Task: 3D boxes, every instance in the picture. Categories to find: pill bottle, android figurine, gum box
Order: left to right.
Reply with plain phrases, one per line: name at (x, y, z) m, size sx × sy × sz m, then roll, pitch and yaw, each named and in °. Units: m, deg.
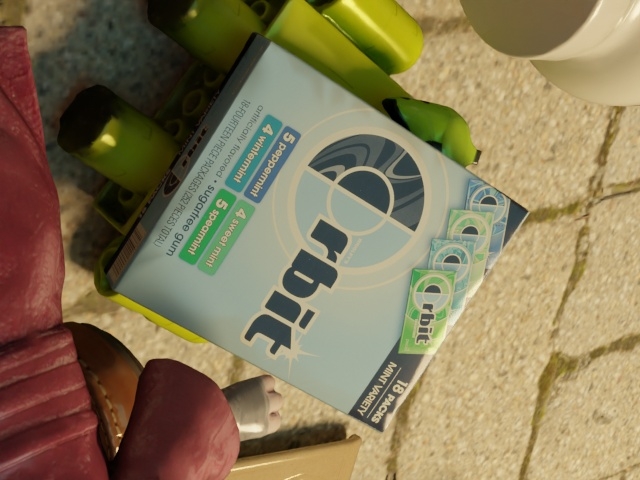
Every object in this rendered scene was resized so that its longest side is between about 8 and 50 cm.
android figurine at (-0.025, -0.046, 0.764) m, size 0.273 × 0.056 × 0.248 m, roll 32°, pitch 94°, yaw -46°
gum box at (0.000, 0.000, 0.701) m, size 0.184 × 0.041 × 0.157 m, roll 31°, pitch 95°, yaw -23°
pill bottle at (0.246, -0.179, 0.814) m, size 0.323 × 0.181 × 0.181 m, roll -6°, pitch 120°, yaw -38°

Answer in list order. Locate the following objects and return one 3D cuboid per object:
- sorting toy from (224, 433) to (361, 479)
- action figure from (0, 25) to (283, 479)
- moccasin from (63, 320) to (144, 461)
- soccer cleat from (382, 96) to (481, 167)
sorting toy at (-0.070, 0.236, 0.924) m, size 0.208 × 0.038 × 0.193 m, roll -6°, pitch 120°, yaw -43°
action figure at (-0.138, 0.062, 0.526) m, size 0.248 × 0.276 × 0.370 m, roll -28°, pitch 90°, yaw -13°
moccasin at (-0.192, 0.220, 0.749) m, size 0.147 × 0.139 × 0.380 m, roll -5°, pitch 129°, yaw -48°
soccer cleat at (0.031, -0.003, 0.763) m, size 0.072 × 0.060 × 0.179 m, roll 18°, pitch 101°, yaw -27°
